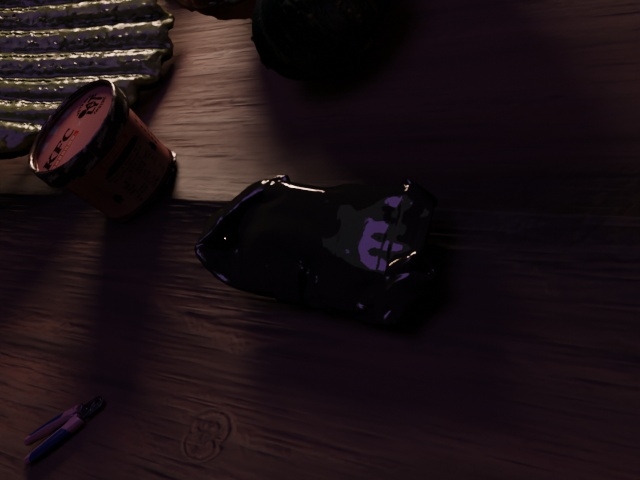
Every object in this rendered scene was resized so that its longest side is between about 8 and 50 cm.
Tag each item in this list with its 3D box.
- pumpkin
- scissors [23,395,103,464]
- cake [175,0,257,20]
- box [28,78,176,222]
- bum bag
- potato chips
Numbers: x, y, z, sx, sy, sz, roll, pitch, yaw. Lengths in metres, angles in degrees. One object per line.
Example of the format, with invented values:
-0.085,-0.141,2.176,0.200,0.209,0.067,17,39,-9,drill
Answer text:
0.002,-0.279,1.277,0.190,0.146,0.190,-54,25,41,pumpkin
-0.284,0.205,1.188,0.113,0.012,0.039,-36,38,11,scissors
-0.133,-0.479,1.464,0.332,0.332,0.321,6,64,46,cake
-0.272,-0.107,1.380,0.151,0.135,0.151,-28,39,26,box
0.000,0.000,1.073,0.326,0.079,0.142,11,70,44,bum bag
-0.430,-0.261,1.596,0.429,0.070,0.358,1,53,11,potato chips
